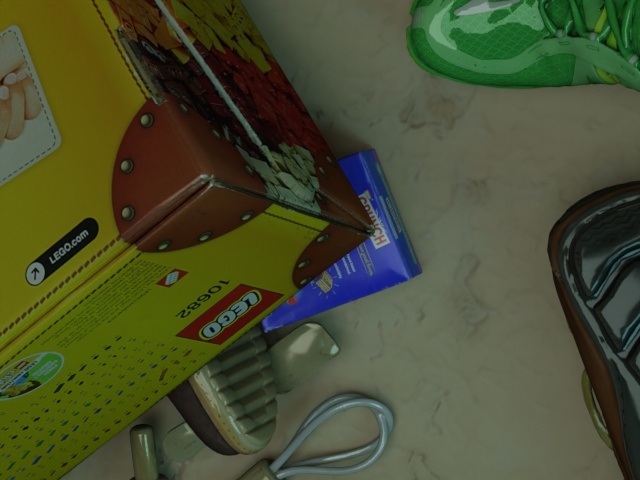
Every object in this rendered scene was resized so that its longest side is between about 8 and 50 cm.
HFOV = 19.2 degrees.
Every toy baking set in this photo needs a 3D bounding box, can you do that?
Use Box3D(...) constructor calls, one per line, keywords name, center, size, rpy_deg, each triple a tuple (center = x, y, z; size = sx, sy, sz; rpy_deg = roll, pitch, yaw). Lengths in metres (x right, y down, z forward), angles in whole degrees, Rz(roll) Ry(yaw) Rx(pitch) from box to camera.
Box3D(name="toy baking set", center=(-0.038, 0.181, 1.295), size=(0.196, 0.030, 0.256), rpy_deg=(-7, 103, 10))

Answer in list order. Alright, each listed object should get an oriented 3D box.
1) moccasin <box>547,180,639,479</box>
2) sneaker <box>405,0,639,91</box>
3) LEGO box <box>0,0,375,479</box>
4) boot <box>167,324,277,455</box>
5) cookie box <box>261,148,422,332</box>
Box3D(name="moccasin", center=(0.242, 0.147, 1.164), size=(0.139, 0.147, 0.380), rpy_deg=(-30, 86, 3))
Box3D(name="sneaker", center=(0.192, -0.139, 1.130), size=(0.295, 0.123, 0.109), rpy_deg=(1, 99, 16))
Box3D(name="LEGO box", center=(-0.279, -0.018, 1.182), size=(0.500, 0.193, 0.372), rpy_deg=(-38, 66, 17))
Box3D(name="boot", center=(-0.154, 0.076, 1.271), size=(0.207, 0.090, 0.248), rpy_deg=(-39, 72, 25))
Box3D(name="cookie box", center=(0.000, 0.000, 1.247), size=(0.107, 0.040, 0.092), rpy_deg=(-20, 93, 18))
